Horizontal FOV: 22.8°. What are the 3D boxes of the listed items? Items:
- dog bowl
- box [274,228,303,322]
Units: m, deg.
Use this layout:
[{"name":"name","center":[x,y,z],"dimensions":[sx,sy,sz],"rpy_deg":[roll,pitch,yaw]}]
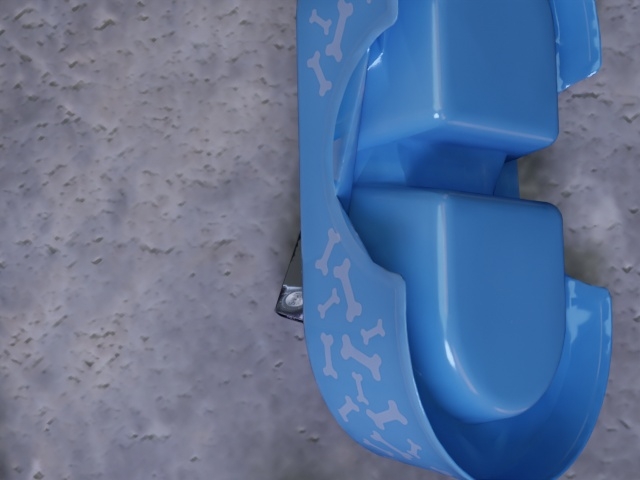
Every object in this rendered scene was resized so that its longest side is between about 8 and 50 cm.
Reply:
[{"name":"dog bowl","center":[0.061,-0.032,0.746],"dimensions":[0.074,0.166,0.297],"rpy_deg":[-5,84,41]},{"name":"box","center":[0.000,0.000,0.787],"dimensions":[0.018,0.067,0.083],"rpy_deg":[18,87,3]}]
